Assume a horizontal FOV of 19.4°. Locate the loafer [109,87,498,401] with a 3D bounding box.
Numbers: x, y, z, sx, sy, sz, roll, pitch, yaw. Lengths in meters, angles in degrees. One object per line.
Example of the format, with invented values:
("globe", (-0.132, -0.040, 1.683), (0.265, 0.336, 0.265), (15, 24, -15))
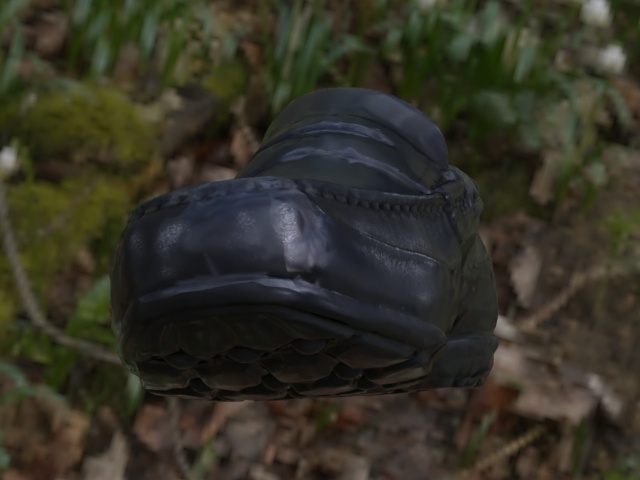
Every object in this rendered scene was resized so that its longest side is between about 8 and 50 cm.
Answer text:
("loafer", (0.000, 0.000, 0.465), (0.076, 0.078, 0.223), (-6, -5, 13))
